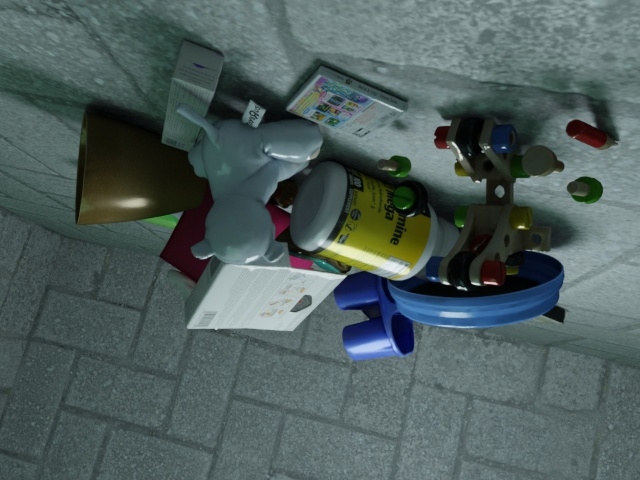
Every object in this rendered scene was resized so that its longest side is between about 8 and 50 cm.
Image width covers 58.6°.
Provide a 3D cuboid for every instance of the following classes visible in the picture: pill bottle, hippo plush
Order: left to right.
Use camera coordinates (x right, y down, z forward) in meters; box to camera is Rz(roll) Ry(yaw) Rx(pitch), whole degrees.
[{"bbox_3d":[-0.105,-0.078,0.964,0.235,0.236,0.294,-5,176,-10],"label":"hippo plush"},{"bbox_3d":[0.120,-0.026,1.195,0.334,0.187,0.188,19,167,-25],"label":"pill bottle"}]

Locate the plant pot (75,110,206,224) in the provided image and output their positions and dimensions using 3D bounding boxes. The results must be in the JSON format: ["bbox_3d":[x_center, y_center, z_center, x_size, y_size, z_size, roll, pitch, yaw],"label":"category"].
[{"bbox_3d":[-0.387,-0.139,1.239,0.255,0.236,0.237,5,173,-27],"label":"plant pot"}]

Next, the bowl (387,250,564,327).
[{"bbox_3d":[0.352,0.102,1.316,0.392,0.077,0.391,-8,-168,2],"label":"bowl"}]

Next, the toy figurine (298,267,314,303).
[{"bbox_3d":[-0.221,0.091,2.163,0.217,0.191,0.363,10,167,42],"label":"toy figurine"}]

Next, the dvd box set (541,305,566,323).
[{"bbox_3d":[0.631,0.234,2.110,0.308,0.062,0.421,21,166,-31],"label":"dvd box set"}]

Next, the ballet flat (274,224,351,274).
[{"bbox_3d":[0.000,0.000,1.337,0.116,0.124,0.342,18,176,28],"label":"ballet flat"}]

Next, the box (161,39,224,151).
[{"bbox_3d":[-0.222,-0.227,0.959,0.067,0.063,0.324,16,168,-15],"label":"box"}]

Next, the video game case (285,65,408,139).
[{"bbox_3d":[0.035,-0.205,0.874,0.143,0.019,0.157,18,168,-18],"label":"video game case"}]

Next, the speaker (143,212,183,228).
[{"bbox_3d":[-0.491,-0.110,1.666,0.297,0.131,0.131,14,168,0],"label":"speaker"}]

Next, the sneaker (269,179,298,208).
[{"bbox_3d":[-0.118,-0.130,1.312,0.084,0.069,0.185,34,-179,23],"label":"sneaker"}]

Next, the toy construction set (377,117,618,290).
[{"bbox_3d":[0.299,-0.068,0.869,0.237,0.257,0.309,1,158,-46],"label":"toy construction set"}]

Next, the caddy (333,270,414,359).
[{"bbox_3d":[0.169,0.190,1.507,0.179,0.241,0.341,-15,169,17],"label":"caddy"}]

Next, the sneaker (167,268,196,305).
[{"bbox_3d":[-0.317,0.146,1.424,0.212,0.094,0.080,28,180,27],"label":"sneaker"}]

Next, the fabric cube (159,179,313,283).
[{"bbox_3d":[-0.195,0.015,1.449,0.254,0.259,0.258,28,180,41],"label":"fabric cube"}]

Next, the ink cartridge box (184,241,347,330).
[{"bbox_3d":[-0.126,0.106,1.222,0.261,0.066,0.296,6,146,-27],"label":"ink cartridge box"}]
